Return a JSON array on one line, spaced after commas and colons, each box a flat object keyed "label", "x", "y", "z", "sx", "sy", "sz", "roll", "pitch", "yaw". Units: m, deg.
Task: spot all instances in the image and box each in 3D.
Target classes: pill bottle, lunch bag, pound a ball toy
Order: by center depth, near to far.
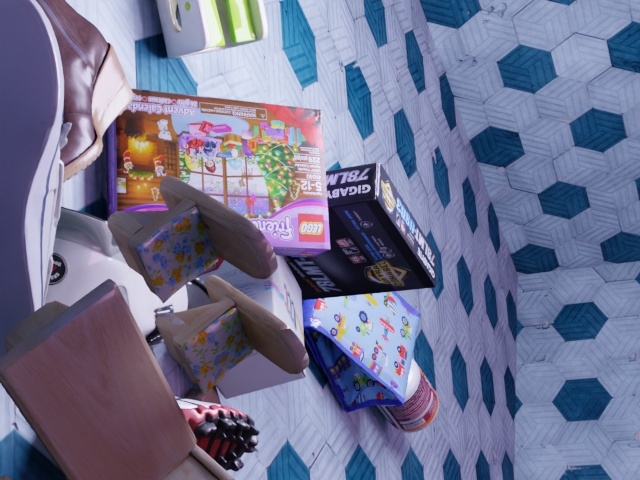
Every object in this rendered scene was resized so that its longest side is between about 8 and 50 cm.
[{"label": "pound a ball toy", "x": -0.217, "y": -0.422, "z": 1.400, "sx": 0.208, "sy": 0.135, "sz": 0.319, "roll": -21, "pitch": 104, "yaw": -42}, {"label": "lunch bag", "x": 0.056, "y": 0.149, "z": 1.881, "sx": 0.293, "sy": 0.138, "sz": 0.221, "roll": 53, "pitch": 36, "yaw": -35}, {"label": "pill bottle", "x": 0.162, "y": 0.307, "z": 2.076, "sx": 0.221, "sy": 0.121, "sz": 0.121, "roll": 56, "pitch": 33, "yaw": -49}]

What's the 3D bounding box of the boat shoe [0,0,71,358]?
[{"label": "boat shoe", "x": -0.304, "y": -0.058, "z": 0.959, "sx": 0.156, "sy": 0.135, "sz": 0.367, "roll": -119, "pitch": -150, "yaw": -76}]

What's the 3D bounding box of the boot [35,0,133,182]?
[{"label": "boot", "x": -0.320, "y": -0.184, "z": 1.107, "sx": 0.207, "sy": 0.090, "sz": 0.248, "roll": 56, "pitch": 33, "yaw": -27}]

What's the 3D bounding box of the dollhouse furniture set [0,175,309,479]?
[{"label": "dollhouse furniture set", "x": -0.144, "y": 0.222, "z": 0.899, "sx": 0.362, "sy": 0.256, "sz": 0.394, "roll": -39, "pitch": 135, "yaw": -23}]

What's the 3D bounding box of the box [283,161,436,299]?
[{"label": "box", "x": 0.000, "y": 0.000, "z": 1.532, "sx": 0.295, "sy": 0.293, "sz": 0.073, "roll": 51, "pitch": 36, "yaw": -54}]

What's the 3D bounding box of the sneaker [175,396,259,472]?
[{"label": "sneaker", "x": -0.191, "y": 0.217, "z": 1.155, "sx": 0.276, "sy": 0.135, "sz": 0.098, "roll": 11, "pitch": 104, "yaw": -49}]

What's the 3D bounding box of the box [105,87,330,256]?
[{"label": "box", "x": -0.133, "y": -0.085, "z": 1.303, "sx": 0.293, "sy": 0.057, "sz": 0.201, "roll": 2, "pitch": 77, "yaw": -26}]

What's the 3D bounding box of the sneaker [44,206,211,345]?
[{"label": "sneaker", "x": -0.237, "y": 0.079, "z": 1.173, "sx": 0.330, "sy": 0.122, "sz": 0.146, "roll": 39, "pitch": 65, "yaw": -62}]

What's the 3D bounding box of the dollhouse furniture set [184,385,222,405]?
[{"label": "dollhouse furniture set", "x": -0.115, "y": 0.394, "z": 1.259, "sx": 0.355, "sy": 0.173, "sz": 0.303, "roll": -53, "pitch": 131, "yaw": -61}]

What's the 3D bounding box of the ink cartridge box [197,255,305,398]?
[{"label": "ink cartridge box", "x": -0.102, "y": 0.110, "z": 1.406, "sx": 0.176, "sy": 0.128, "sz": 0.127, "roll": -94, "pitch": 163, "yaw": -49}]
